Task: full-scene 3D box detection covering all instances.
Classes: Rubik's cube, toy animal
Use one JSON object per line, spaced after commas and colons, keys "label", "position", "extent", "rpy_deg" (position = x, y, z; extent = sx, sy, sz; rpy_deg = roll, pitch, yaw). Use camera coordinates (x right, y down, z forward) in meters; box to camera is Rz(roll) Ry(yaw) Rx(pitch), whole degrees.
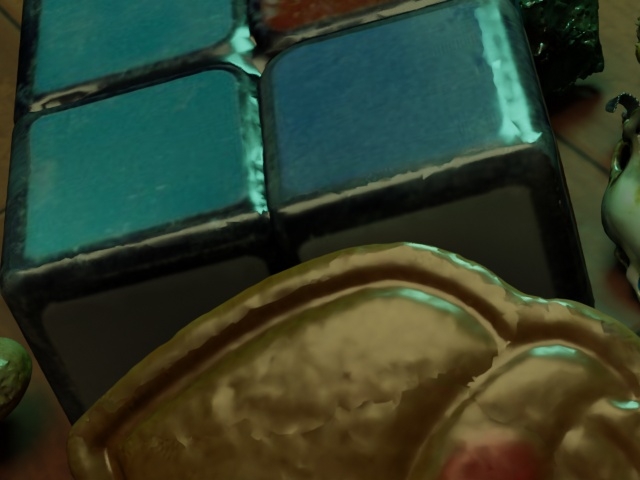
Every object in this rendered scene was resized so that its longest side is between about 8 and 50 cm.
{"label": "Rubik's cube", "position": [0.000, 0.000, 1.105], "extent": [0.316, 0.313, 0.318], "rpy_deg": [-15, 40, 7]}
{"label": "toy animal", "position": [0.242, -0.092, 1.327], "extent": [0.084, 0.050, 0.028], "rpy_deg": [3, 68, -28]}

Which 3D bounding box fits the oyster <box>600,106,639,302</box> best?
{"label": "oyster", "position": [0.266, -0.017, 1.149], "extent": [0.083, 0.214, 0.223], "rpy_deg": [0, 70, -22]}

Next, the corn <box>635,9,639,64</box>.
{"label": "corn", "position": [0.345, -0.094, 1.209], "extent": [0.130, 0.130, 0.347], "rpy_deg": [-33, 43, -14]}

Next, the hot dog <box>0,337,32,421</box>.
{"label": "hot dog", "position": [-0.320, 0.132, 1.268], "extent": [0.242, 0.073, 0.084], "rpy_deg": [-14, 8, 6]}

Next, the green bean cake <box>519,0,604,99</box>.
{"label": "green bean cake", "position": [0.099, -0.126, 1.331], "extent": [0.193, 0.107, 0.208], "rpy_deg": [4, 28, 23]}

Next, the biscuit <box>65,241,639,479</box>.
{"label": "biscuit", "position": [0.071, 0.200, 0.849], "extent": [0.455, 0.078, 0.350], "rpy_deg": [31, 84, 15]}
